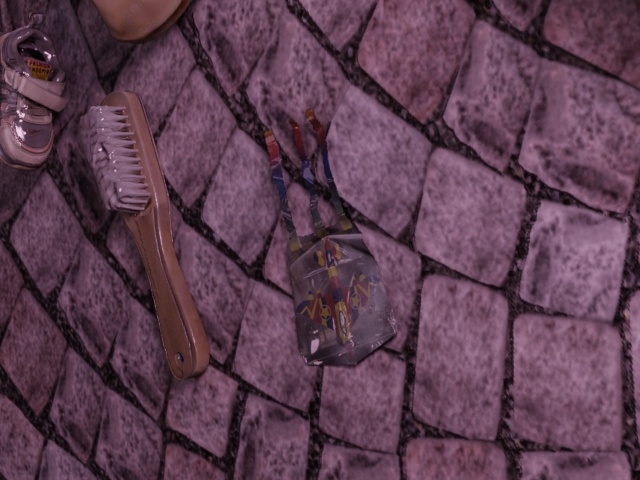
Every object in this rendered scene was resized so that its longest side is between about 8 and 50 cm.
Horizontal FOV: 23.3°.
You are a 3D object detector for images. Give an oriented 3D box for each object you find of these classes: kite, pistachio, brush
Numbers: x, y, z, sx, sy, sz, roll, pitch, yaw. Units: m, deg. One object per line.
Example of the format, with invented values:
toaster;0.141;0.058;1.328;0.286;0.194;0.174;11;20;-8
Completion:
kite;0.001;0.000;1.476;0.141;0.015;0.245;-22;80;44
pistachio;-0.189;-0.318;1.572;0.153;0.138;0.238;8;101;11
brush;-0.192;-0.008;1.648;0.070;0.065;0.327;-30;72;41

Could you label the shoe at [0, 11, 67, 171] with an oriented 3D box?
shoe;-0.329;-0.171;1.765;0.092;0.089;0.180;-30;63;41
